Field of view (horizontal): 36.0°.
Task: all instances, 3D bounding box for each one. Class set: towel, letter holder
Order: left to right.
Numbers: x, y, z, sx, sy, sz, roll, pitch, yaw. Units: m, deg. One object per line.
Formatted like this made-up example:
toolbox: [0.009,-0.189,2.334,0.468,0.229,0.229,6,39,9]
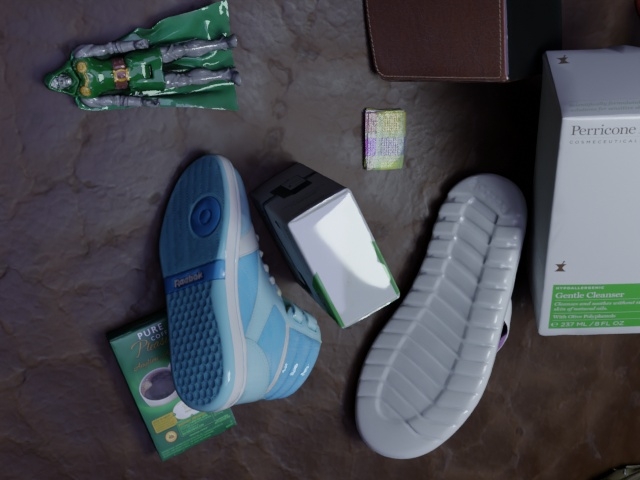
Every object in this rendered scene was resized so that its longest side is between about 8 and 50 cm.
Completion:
towel: [0.087,-0.137,1.328,0.060,0.009,0.083,-5,103,-19]
letter holder: [0.177,-0.360,1.253,0.152,0.214,0.302,-20,111,-48]

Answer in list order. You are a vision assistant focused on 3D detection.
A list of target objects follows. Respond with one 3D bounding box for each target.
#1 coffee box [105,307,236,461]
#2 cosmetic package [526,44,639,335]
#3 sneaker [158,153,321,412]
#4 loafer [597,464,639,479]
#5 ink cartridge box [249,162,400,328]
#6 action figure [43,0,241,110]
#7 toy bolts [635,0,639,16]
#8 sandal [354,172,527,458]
coffee box: [-0.193,0.182,1.280,0.113,0.040,0.184,-25,109,-14]
cosmetic package: [0.378,-0.056,1.269,0.196,0.155,0.366,-3,133,5]
sneaker: [-0.093,0.059,1.261,0.208,0.127,0.319,12,74,-50]
loafer: [0.486,0.382,1.559,0.148,0.050,0.056,-3,106,-35]
ink cartridge box: [0.000,0.000,1.221,0.086,0.208,0.153,-30,109,-8]
action figure: [-0.214,-0.204,1.184,0.232,0.063,0.137,-11,108,-13]
toy bolts: [0.573,-0.291,1.386,0.218,0.158,0.229,-29,109,-12]
sandal: [0.189,0.114,1.363,0.102,0.169,0.416,21,95,-62]
